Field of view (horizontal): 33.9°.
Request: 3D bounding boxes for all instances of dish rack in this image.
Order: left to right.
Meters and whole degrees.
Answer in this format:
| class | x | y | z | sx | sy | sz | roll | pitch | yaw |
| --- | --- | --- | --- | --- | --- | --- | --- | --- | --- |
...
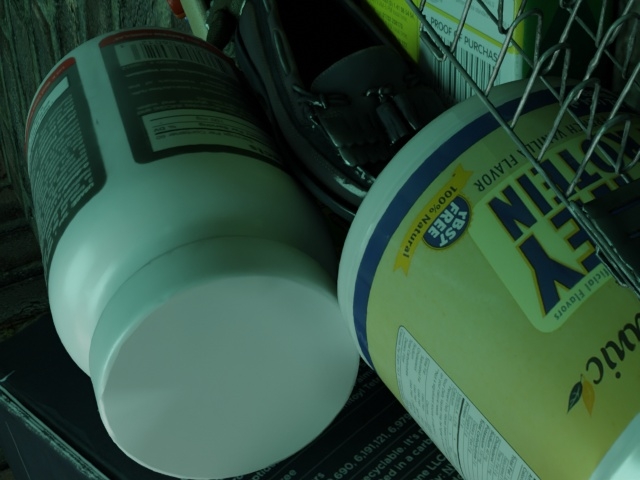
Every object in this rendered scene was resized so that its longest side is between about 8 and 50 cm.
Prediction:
| class | x | y | z | sx | sy | sz | roll | pitch | yaw |
| --- | --- | --- | --- | --- | --- | --- | --- | --- | --- |
| dish rack | 0.163 | -0.105 | 0.499 | 0.271 | 0.208 | 0.074 | 58 | 166 | 27 |

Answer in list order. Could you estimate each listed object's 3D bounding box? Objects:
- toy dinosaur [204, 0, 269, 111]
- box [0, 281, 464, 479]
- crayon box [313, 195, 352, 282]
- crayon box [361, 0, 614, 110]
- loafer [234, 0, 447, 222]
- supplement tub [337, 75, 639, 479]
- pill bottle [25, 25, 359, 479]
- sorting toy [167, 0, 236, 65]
| class | x | y | z | sx | sy | sz | roll | pitch | yaw |
| --- | --- | --- | --- | --- | --- | --- | --- | --- | --- |
| toy dinosaur | -0.040 | -0.227 | 0.973 | 0.313 | 0.121 | 0.160 | -44 | 33 | 52 |
| box | -0.014 | 0.306 | 0.948 | 0.472 | 0.297 | 0.479 | 24 | 137 | 38 |
| crayon box | 0.016 | 0.034 | 1.017 | 0.278 | 0.081 | 0.165 | 31 | 139 | 34 |
| crayon box | 0.102 | -0.240 | 0.683 | 0.202 | 0.081 | 0.318 | 46 | 148 | 48 |
| loafer | 0.013 | -0.116 | 0.758 | 0.302 | 0.109 | 0.095 | -125 | 30 | -42 |
| supplement tub | 0.177 | 0.073 | 0.569 | 0.316 | 0.228 | 0.228 | 48 | 149 | 43 |
| pill bottle | -0.109 | -0.005 | 0.809 | 0.363 | 0.210 | 0.210 | -118 | 20 | -52 |
| sorting toy | -0.116 | -0.192 | 1.200 | 0.229 | 0.041 | 0.307 | 54 | -166 | -83 |
